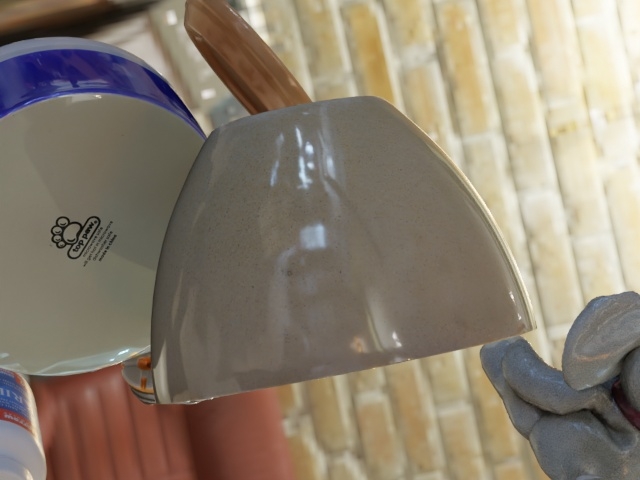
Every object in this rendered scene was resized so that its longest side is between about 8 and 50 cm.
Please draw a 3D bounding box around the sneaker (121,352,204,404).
[{"bbox_3d":[-0.116,0.140,1.946,0.083,0.214,0.084,97,-13,-60],"label":"sneaker"}]

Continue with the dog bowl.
[{"bbox_3d":[-0.209,-0.025,1.405,0.104,0.264,0.265,-128,-163,-53],"label":"dog bowl"}]

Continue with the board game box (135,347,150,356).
[{"bbox_3d":[-0.245,-0.011,1.908,0.275,0.142,0.144,51,-28,44],"label":"board game box"}]

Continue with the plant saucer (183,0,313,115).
[{"bbox_3d":[-0.065,-0.154,1.628,0.200,0.037,0.200,49,-5,5],"label":"plant saucer"}]

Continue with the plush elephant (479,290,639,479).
[{"bbox_3d":[0.363,0.179,2.014,0.272,0.255,0.330,41,16,-10],"label":"plush elephant"}]

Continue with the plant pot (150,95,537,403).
[{"bbox_3d":[0.000,0.000,1.274,0.284,0.284,0.191,9,69,-83],"label":"plant pot"}]

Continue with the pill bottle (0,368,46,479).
[{"bbox_3d":[-0.367,0.235,1.911,0.221,0.124,0.124,-122,-165,-62],"label":"pill bottle"}]
